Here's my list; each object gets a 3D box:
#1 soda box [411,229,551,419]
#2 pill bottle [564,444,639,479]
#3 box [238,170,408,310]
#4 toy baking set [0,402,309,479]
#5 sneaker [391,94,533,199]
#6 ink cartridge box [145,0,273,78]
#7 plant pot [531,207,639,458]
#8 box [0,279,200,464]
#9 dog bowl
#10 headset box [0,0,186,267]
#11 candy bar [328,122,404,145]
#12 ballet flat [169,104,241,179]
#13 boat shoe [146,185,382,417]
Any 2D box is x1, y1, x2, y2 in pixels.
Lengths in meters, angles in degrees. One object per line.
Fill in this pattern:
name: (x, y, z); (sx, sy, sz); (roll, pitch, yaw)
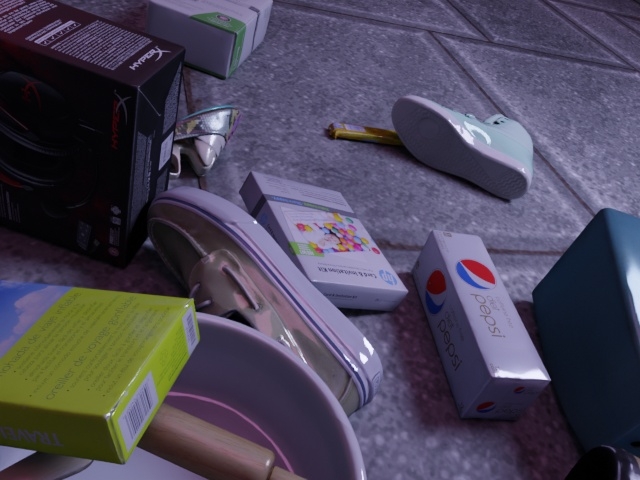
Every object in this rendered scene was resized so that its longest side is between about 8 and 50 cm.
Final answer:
soda box: (0.168, 0.086, 0.643); (0.069, 0.074, 0.216); (7, 40, -15)
pill bottle: (0.298, 0.266, 0.443); (0.219, 0.123, 0.123); (29, 39, 12)
box: (0.000, 0.000, 0.677); (0.145, 0.038, 0.186); (10, 37, -38)
toy baking set: (-0.112, 0.164, 0.294); (0.256, 0.030, 0.197); (25, 38, 8)
sneaker: (0.245, -0.181, 0.980); (0.255, 0.094, 0.151); (32, 44, 0)
ink cartridge box: (-0.197, -0.398, 1.055); (0.160, 0.093, 0.219); (21, 38, 1)
plant pot: (0.346, 0.121, 0.617); (0.165, 0.166, 0.234); (18, 46, -2)
box: (-0.178, 0.071, 0.354); (0.178, 0.043, 0.109); (4, 30, 12)
dog bowl: (-0.106, 0.178, 0.391); (0.264, 0.104, 0.265); (11, 39, -9)
headset box: (-0.303, -0.126, 0.582); (0.293, 0.218, 0.110); (20, 38, -1)
candy bar: (0.088, -0.177, 0.972); (0.161, 0.018, 0.040); (3, 37, -19)
ballet flat: (-0.190, -0.115, 0.746); (0.221, 0.077, 0.079); (-20, 71, -33)
boat shoe: (-0.075, 0.057, 0.552); (0.302, 0.109, 0.094); (39, 44, 19)
